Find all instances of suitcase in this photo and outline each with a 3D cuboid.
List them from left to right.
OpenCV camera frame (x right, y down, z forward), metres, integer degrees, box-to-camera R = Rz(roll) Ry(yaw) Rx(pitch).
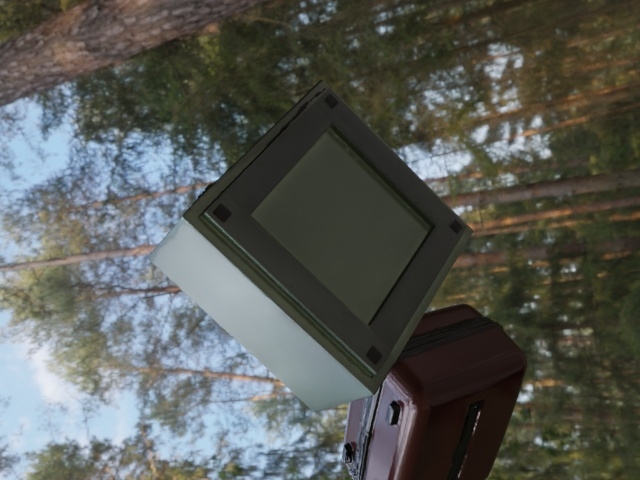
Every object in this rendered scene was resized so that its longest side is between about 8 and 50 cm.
[{"bbox_3d":[0.163,0.255,1.015,0.236,0.161,0.297,-14,-52,-27],"label":"suitcase"}]

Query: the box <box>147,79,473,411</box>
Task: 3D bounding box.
[{"bbox_3d":[0.000,0.000,0.664,0.225,0.117,0.225,44,-125,-8],"label":"box"}]
